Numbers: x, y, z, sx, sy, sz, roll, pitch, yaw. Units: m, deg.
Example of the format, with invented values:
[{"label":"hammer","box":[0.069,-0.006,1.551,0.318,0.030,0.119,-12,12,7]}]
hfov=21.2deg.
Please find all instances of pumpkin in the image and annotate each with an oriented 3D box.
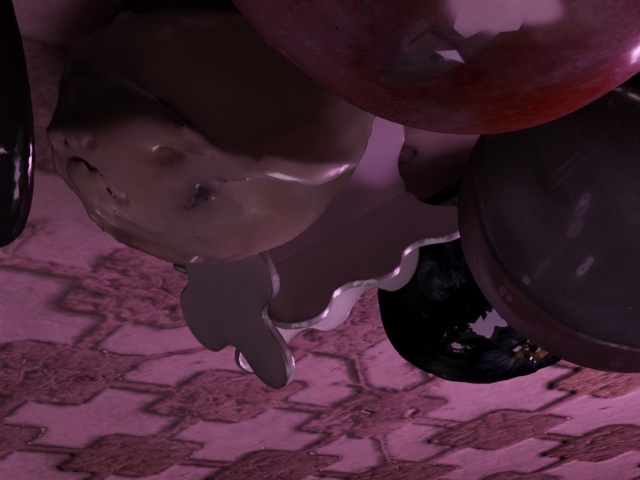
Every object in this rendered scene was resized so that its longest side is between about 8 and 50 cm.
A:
[{"label":"pumpkin","box":[0.161,0.033,1.513,0.233,0.163,0.233,-23,160,-9]}]

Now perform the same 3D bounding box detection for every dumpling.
[{"label":"dumpling","box":[-0.059,-0.097,1.158,0.243,0.187,0.318,-42,-166,-20]}]

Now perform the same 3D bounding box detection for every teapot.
[{"label":"teapot","box":[0.282,-0.071,1.172,0.315,0.233,0.312,-8,159,-15]}]

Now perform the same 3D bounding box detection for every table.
[{"label":"table","box":[0.000,0.000,1.349,0.198,0.166,0.166,-30,172,-31]}]

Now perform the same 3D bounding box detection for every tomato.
[{"label":"tomato","box":[0.065,-0.170,0.809,0.270,0.227,0.270,11,147,7]}]

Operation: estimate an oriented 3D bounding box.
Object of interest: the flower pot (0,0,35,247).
[{"label":"flower pot","box":[-0.313,-0.071,0.953,0.267,0.266,0.266,-11,163,-26]}]
